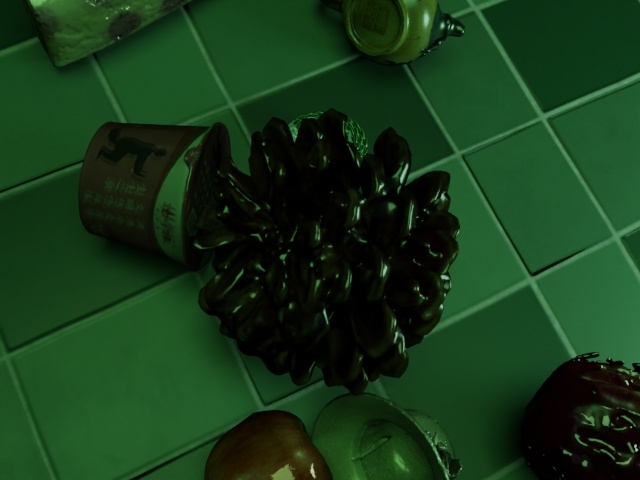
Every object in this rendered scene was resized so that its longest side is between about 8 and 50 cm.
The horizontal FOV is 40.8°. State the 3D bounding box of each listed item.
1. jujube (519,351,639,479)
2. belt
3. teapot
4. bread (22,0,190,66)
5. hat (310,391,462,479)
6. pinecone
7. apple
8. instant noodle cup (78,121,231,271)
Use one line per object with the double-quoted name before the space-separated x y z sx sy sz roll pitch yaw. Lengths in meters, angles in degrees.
"jujube" 0.480 0.326 1.266 0.377 0.258 0.258 30 71 10
"belt" 0.005 -0.156 1.446 0.152 0.079 0.121 6 71 -4
"teapot" 0.126 -0.406 1.518 0.269 0.173 0.183 26 34 24
"bread" -0.335 -0.441 1.446 0.338 0.187 0.155 -32 72 -16
"hat" 0.119 0.321 1.259 0.130 0.257 0.257 -20 72 -46
"pinecone" 0.000 0.000 1.212 0.398 0.397 0.397 2 71 -6
"apple" -0.079 0.345 1.224 0.199 0.199 0.199 2 71 -6
"instant noodle cup" -0.251 -0.082 1.325 0.179 0.234 0.234 11 70 8
